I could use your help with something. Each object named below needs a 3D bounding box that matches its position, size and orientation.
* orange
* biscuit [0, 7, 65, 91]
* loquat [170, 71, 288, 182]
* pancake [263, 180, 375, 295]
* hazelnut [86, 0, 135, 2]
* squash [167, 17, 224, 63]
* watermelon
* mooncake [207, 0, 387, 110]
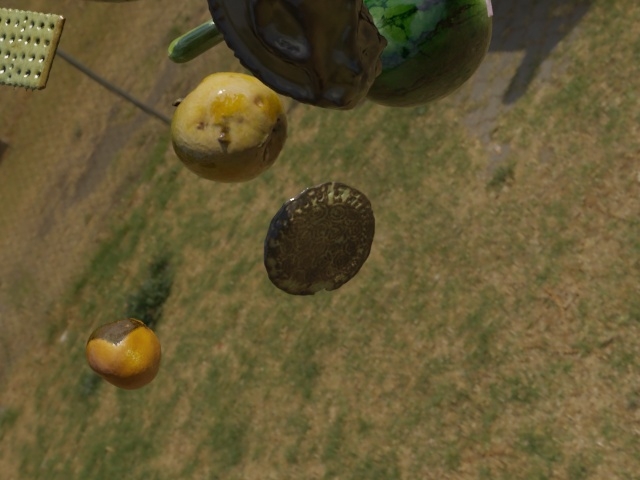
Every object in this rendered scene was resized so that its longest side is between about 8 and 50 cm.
[{"bbox_3d":[-0.397,0.227,1.842,0.136,0.159,0.159,-55,30,-6],"label":"orange"},{"bbox_3d":[-0.540,-0.329,1.540,0.231,0.016,0.139,13,86,25],"label":"biscuit"},{"bbox_3d":[-0.189,-0.228,1.821,0.244,0.244,0.244,-36,35,31],"label":"loquat"},{"bbox_3d":[0.001,0.001,1.409,0.199,0.199,0.021,-53,36,5],"label":"pancake"},{"bbox_3d":[-0.247,-0.452,1.008,0.366,0.366,0.365,-36,35,31],"label":"hazelnut"},{"bbox_3d":[-0.272,-0.503,2.211,0.229,0.066,0.066,-33,28,-12],"label":"squash"},{"bbox_3d":[0.184,-0.445,1.911,0.363,0.363,0.363,-36,35,31],"label":"watermelon"},{"bbox_3d":[0.011,-0.411,1.393,0.393,0.394,0.246,-13,32,39],"label":"mooncake"}]
